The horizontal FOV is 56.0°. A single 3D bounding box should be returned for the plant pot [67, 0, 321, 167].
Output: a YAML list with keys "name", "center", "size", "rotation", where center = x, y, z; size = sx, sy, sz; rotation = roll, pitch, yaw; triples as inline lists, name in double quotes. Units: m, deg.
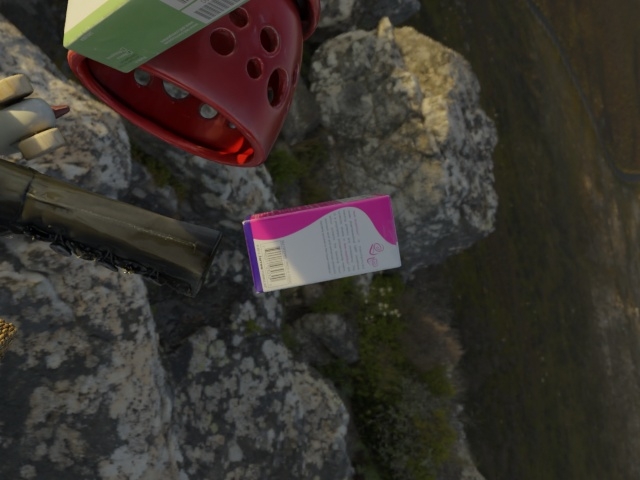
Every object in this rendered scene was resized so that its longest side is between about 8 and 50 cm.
- name: "plant pot"
  center: [-0.102, -0.184, 0.555]
  size: [0.191, 0.191, 0.174]
  rotation: [36, 72, -38]

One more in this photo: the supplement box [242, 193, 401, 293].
- name: "supplement box"
  center: [0.000, 0.000, 0.927]
  size: [0.114, 0.220, 0.111]
  rotation: [-125, -155, -82]

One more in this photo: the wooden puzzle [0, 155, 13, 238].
- name: "wooden puzzle"
  center: [-0.923, -0.169, 1.458]
  size: [0.322, 0.081, 0.347]
  rotation: [28, 35, -61]

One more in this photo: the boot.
- name: "boot"
  center: [-0.420, -0.018, 1.121]
  size: [0.445, 0.367, 0.146]
  rotation: [17, 82, -12]

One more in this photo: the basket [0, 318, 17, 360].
- name: "basket"
  center: [-0.888, 0.270, 1.407]
  size: [0.223, 0.213, 0.299]
  rotation: [32, 17, -13]

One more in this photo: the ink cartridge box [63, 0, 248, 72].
- name: "ink cartridge box"
  center: [-0.097, -0.249, 0.388]
  size: [0.056, 0.171, 0.235]
  rotation: [13, 73, -46]

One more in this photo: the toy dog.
- name: "toy dog"
  center: [-0.645, -0.222, 1.228]
  size: [0.161, 0.334, 0.220]
  rotation: [-45, 134, -64]
